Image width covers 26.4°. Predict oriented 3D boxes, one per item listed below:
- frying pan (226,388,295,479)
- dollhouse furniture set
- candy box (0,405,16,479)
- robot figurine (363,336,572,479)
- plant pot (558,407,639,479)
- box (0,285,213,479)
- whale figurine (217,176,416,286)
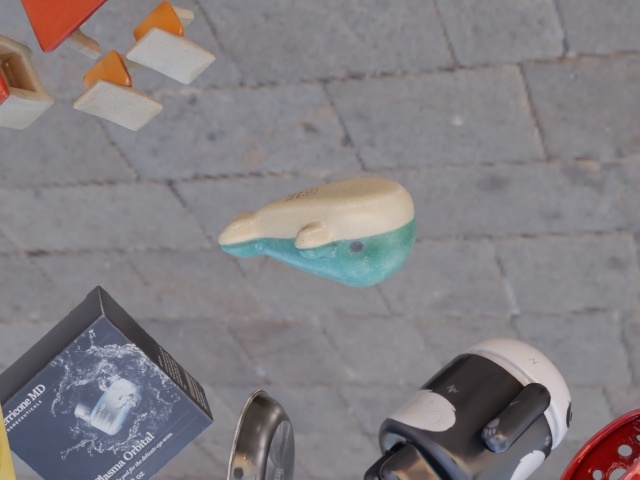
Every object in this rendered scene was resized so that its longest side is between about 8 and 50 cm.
[{"bbox_3d":[-0.085,0.335,1.640,0.053,0.326,0.197,3,146,14],"label":"frying pan"},{"bbox_3d":[-0.267,-0.224,1.339,0.259,0.262,0.135,-38,153,22],"label":"dollhouse furniture set"},{"bbox_3d":[-0.265,0.072,0.861,0.053,0.187,0.109,-26,158,29],"label":"candy box"},{"bbox_3d":[0.187,0.243,1.686,0.209,0.278,0.174,22,141,46],"label":"robot figurine"},{"bbox_3d":[0.441,0.349,1.839,0.174,0.191,0.191,44,143,-4],"label":"plant pot"},{"bbox_3d":[-0.214,0.158,1.310,0.158,0.156,0.093,47,-178,-20],"label":"box"},{"bbox_3d":[0.000,0.000,1.899,0.272,0.216,0.141,-8,106,9],"label":"whale figurine"}]
